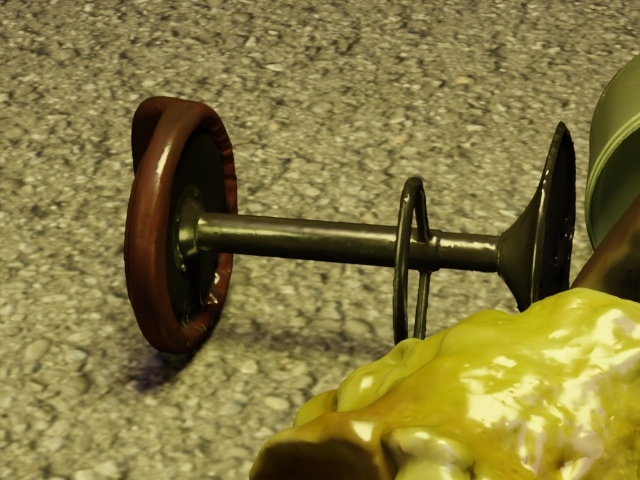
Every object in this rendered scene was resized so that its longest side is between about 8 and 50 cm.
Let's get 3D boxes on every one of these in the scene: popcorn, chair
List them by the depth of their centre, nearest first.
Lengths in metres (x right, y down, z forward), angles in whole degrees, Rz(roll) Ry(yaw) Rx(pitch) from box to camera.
[{"bbox_3d":[0.079,0.208,0.952,0.293,0.334,0.292,3,51,-16],"label":"popcorn"},{"bbox_3d":[0.000,0.000,1.434,0.401,0.226,0.226,5,30,15],"label":"chair"}]

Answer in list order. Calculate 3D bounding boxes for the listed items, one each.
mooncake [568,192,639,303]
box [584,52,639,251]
[{"bbox_3d":[0.356,-0.004,1.198,0.246,0.393,0.394,32,11,1],"label":"mooncake"},{"bbox_3d":[0.342,-0.052,1.496,0.226,0.226,0.149,4,29,10],"label":"box"}]
